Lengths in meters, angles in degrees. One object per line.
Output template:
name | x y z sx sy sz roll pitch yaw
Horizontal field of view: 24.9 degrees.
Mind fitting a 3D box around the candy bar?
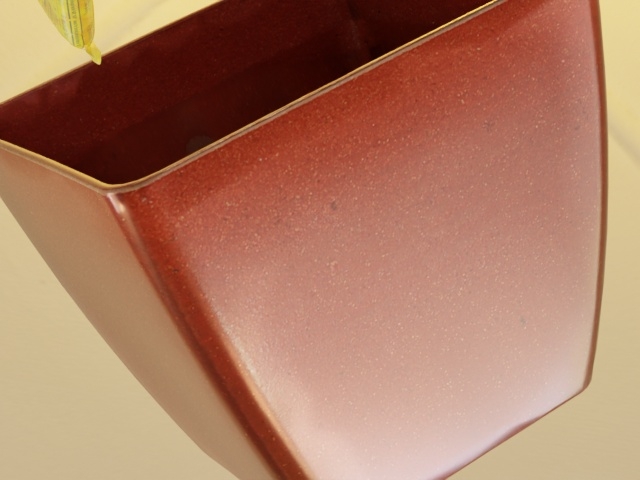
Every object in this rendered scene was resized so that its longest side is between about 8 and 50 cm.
candy bar | -0.084 -0.098 0.460 0.018 0.161 0.040 -31 -98 -14

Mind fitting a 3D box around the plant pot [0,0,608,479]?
plant pot | 0.000 0.000 0.792 0.267 0.267 0.236 -28 -67 -21
